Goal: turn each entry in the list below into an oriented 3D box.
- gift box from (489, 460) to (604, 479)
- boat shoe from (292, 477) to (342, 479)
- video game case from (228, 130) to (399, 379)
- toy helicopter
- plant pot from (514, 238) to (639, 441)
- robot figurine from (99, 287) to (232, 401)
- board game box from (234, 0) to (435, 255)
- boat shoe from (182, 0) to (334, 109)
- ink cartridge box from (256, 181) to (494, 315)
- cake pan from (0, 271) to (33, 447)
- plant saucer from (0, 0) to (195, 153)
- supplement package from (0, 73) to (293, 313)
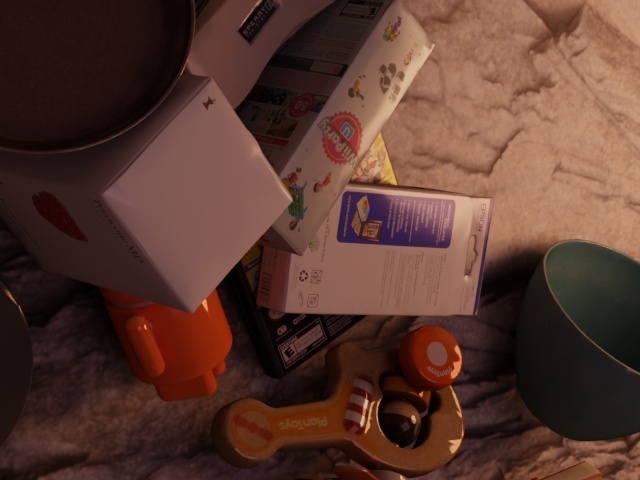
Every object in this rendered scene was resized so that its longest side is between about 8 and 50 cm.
[{"bbox_3d":[0.321,0.473,2.413,0.276,0.258,0.255,-14,111,-18],"label":"gift box"},{"bbox_3d":[-0.022,0.356,2.192,0.324,0.096,0.117,3,112,-40],"label":"boat shoe"},{"bbox_3d":[0.000,0.000,2.181,0.275,0.035,0.248,-35,120,-30],"label":"video game case"},{"bbox_3d":[0.028,0.243,2.148,0.355,0.140,0.235,-3,74,-32],"label":"toy helicopter"},{"bbox_3d":[0.385,0.167,2.418,0.290,0.290,0.195,2,133,-41],"label":"plant pot"},{"bbox_3d":[-0.179,0.077,1.983,0.158,0.128,0.219,-34,120,-28],"label":"robot figurine"},{"bbox_3d":[-0.041,-0.148,1.992,0.097,0.224,0.303,46,69,-39],"label":"board game box"},{"bbox_3d":[-0.087,-0.270,1.972,0.340,0.158,0.127,-49,113,-24],"label":"boat shoe"},{"bbox_3d":[0.073,0.011,2.180,0.332,0.065,0.165,5,96,-39],"label":"ink cartridge box"},{"bbox_3d":[-0.427,0.138,1.828,0.293,0.054,0.293,-9,104,-39],"label":"cake pan"},{"bbox_3d":[-0.281,-0.221,1.717,0.310,0.050,0.311,3,70,-8],"label":"plant saucer"},{"bbox_3d":[-0.210,-0.064,1.816,0.175,0.293,0.177,-49,125,-23],"label":"supplement package"}]
